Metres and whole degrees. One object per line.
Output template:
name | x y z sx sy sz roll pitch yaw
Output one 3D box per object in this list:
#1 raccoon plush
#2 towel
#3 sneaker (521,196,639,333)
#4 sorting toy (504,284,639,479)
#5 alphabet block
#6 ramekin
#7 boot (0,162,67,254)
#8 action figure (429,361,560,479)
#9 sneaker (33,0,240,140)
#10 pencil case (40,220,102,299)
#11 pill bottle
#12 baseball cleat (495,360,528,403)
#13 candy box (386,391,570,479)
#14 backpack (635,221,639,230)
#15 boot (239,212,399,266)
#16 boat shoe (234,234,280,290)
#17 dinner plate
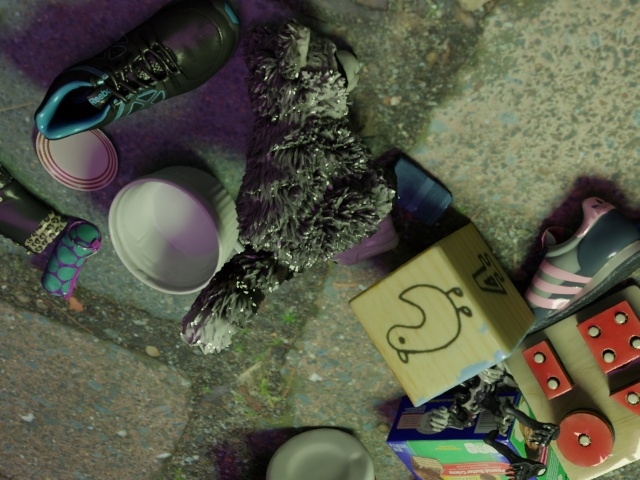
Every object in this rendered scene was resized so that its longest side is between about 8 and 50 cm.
raccoon plush | -0.075 -0.096 1.036 0.216 0.446 0.299 -2 131 44
towel | 0.151 -0.078 1.212 0.119 0.029 0.067 35 95 -19
sneaker | 0.395 0.051 1.249 0.131 0.112 0.319 60 140 19
sorting toy | 0.470 0.243 1.257 0.257 0.089 0.255 -31 75 17
alphabet block | 0.198 0.113 1.214 0.192 0.193 0.197 -37 83 28
ramekin | -0.232 -0.026 1.252 0.207 0.109 0.207 9 119 17
boot | -0.582 -0.026 1.349 0.236 0.085 0.179 -35 116 28
action figure | 0.274 0.273 1.282 0.141 0.276 0.164 28 97 -34
sneaker | -0.267 -0.237 1.108 0.341 0.139 0.125 -24 115 22
pencil case | -0.454 0.036 1.384 0.070 0.064 0.151 45 125 8
pill bottle | 0.023 0.614 1.627 0.224 0.224 0.392 -2 125 11
baseball cleat | 0.380 0.261 1.407 0.206 0.072 0.109 34 124 -16
candy box | 0.325 0.441 1.474 0.268 0.122 0.317 -14 125 40
backpack | 0.550 0.019 1.187 0.098 0.101 0.120 -32 110 21
boot | 0.000 0.000 1.265 0.258 0.095 0.123 -15 121 21
boat shoe | -0.115 0.028 1.339 0.040 0.049 0.142 -43 106 -6
dinner plate | -0.406 -0.146 1.274 0.141 0.017 0.141 4 126 6
